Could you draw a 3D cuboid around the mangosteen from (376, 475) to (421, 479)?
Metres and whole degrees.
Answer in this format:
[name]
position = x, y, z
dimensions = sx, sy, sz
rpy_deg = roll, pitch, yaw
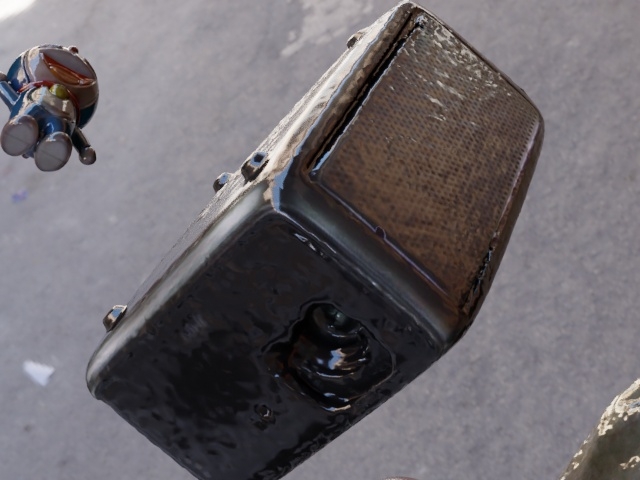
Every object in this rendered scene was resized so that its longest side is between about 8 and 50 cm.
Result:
[mangosteen]
position = 0.146, 0.466, 1.719
dimensions = 0.258, 0.215, 0.215
rpy_deg = 3, 51, 36

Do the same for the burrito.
[burrito]
position = 0.311, 0.286, 1.232
dimensions = 0.347, 0.107, 0.175
rpy_deg = -53, 14, 15

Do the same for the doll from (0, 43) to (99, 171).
[doll]
position = -0.250, -0.125, 1.056
dimensions = 0.085, 0.114, 0.152
rpy_deg = -49, 23, 28

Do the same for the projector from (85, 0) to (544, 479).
[projector]
position = 0.000, 0.000, 1.179
dimensions = 0.395, 0.242, 0.405
rpy_deg = -45, 9, 40
